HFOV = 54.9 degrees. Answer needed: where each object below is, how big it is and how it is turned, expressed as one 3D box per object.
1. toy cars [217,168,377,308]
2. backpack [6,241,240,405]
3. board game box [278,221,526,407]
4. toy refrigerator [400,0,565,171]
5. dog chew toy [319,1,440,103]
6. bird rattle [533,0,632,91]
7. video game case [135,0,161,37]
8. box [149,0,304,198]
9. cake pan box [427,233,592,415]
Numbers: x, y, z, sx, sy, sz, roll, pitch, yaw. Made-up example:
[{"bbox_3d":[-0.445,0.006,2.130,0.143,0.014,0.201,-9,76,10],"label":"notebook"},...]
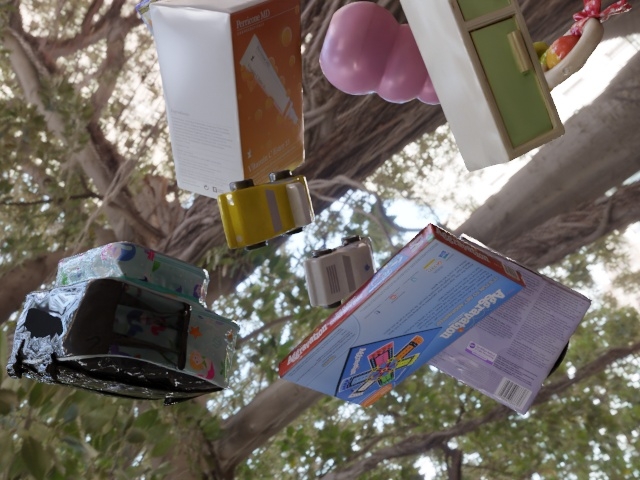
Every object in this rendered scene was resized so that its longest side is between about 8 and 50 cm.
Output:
[{"bbox_3d":[0.000,0.000,0.981,0.394,0.087,0.176,40,-126,-44],"label":"toy cars"},{"bbox_3d":[-0.236,0.119,0.805,0.253,0.225,0.191,32,-122,-39],"label":"backpack"},{"bbox_3d":[0.088,0.103,0.731,0.145,0.281,0.027,27,-145,-26],"label":"board game box"},{"bbox_3d":[0.199,-0.233,0.768,0.102,0.094,0.269,-25,-83,-22],"label":"toy refrigerator"},{"bbox_3d":[0.170,-0.413,1.416,0.332,0.206,0.206,18,-143,-3],"label":"dog chew toy"},{"bbox_3d":[0.527,-0.397,1.283,0.143,0.253,0.207,41,-138,-17],"label":"bird rattle"},{"bbox_3d":[-0.237,-0.447,1.326,0.244,0.270,0.061,59,-135,-24],"label":"video game case"},{"bbox_3d":[-0.155,-0.273,1.134,0.168,0.345,0.215,17,-142,25],"label":"box"},{"bbox_3d":[0.322,0.153,1.132,0.267,0.245,0.070,27,-167,11],"label":"cake pan box"}]
